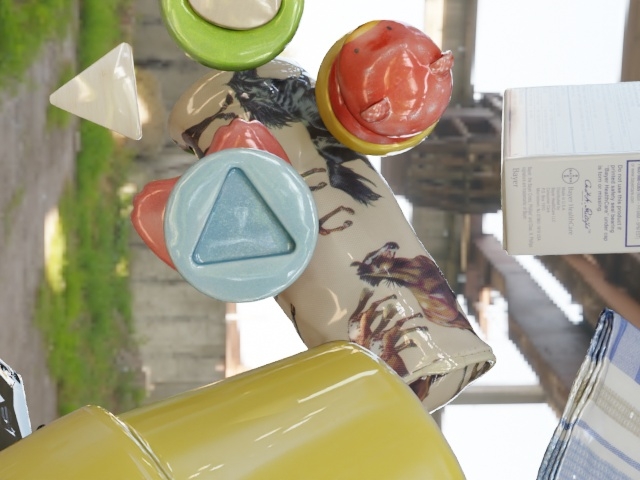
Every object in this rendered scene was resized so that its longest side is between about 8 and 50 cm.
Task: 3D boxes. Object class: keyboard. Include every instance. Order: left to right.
[{"bbox_3d":[-0.353,0.224,1.340,0.201,0.033,0.317,49,2,-28],"label":"keyboard"}]

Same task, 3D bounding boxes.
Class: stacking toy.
[{"bbox_3d":[-0.058,-0.117,0.996,0.309,0.279,0.130,-47,-171,-2],"label":"stacking toy"}]

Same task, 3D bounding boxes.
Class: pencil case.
[{"bbox_3d":[0.000,0.000,1.165,0.410,0.159,0.183,58,-35,21],"label":"pencil case"}]

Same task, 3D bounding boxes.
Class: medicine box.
[{"bbox_3d":[0.398,-0.106,1.634,0.263,0.289,0.149,-73,159,-60],"label":"medicine box"}]

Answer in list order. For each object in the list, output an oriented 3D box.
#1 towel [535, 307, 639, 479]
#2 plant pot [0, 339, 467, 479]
[{"bbox_3d":[0.321,0.239,1.248,0.034,0.209,0.285,-3,-123,55],"label":"towel"},{"bbox_3d":[-0.043,0.188,0.710,0.254,0.239,0.254,48,-24,31],"label":"plant pot"}]
